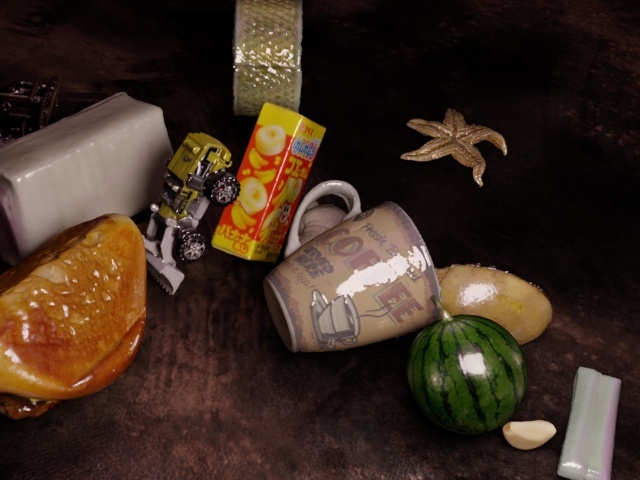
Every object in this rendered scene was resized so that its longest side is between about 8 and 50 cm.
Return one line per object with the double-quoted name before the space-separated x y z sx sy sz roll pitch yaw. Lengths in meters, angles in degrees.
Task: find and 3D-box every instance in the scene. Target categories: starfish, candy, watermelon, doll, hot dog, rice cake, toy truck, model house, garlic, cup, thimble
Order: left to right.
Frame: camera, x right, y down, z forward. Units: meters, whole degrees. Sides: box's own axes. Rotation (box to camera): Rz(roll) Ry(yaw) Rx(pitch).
"model house" -0.634 -0.246 2.007 0.164 0.141 0.203 10 44 -9
"hot dog" -0.412 0.134 1.540 0.185 0.223 0.405 -17 19 38
"candy" -0.443 -0.114 1.808 0.358 0.208 0.145 -32 38 -34
"toy truck" -0.248 -0.052 1.717 0.111 0.286 0.136 18 14 -44
"thimble" -0.118 -0.404 2.127 0.150 0.271 0.271 1 42 -4
"candy" -0.093 -0.101 1.771 0.088 0.276 0.146 21 2 19
"doll" 0.000 0.000 1.816 0.149 0.095 0.192 13 45 13
"cup" 0.028 0.044 1.652 0.257 0.227 0.301 -19 73 -16
"starfish" 0.282 -0.214 2.116 0.235 0.062 0.277 -7 47 -5
"watermelon" 0.227 0.197 1.527 0.188 0.215 0.188 -16 11 3
"garlic" 0.322 0.304 1.532 0.083 0.053 0.041 7 56 -18
"rice cake" 0.435 0.296 1.561 0.080 0.042 0.222 14 42 13

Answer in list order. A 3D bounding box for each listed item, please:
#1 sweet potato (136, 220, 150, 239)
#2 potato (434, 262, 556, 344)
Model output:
"sweet potato" -0.317 -0.011 1.834 0.182 0.054 0.053 9 33 8
"potato" 0.280 0.118 1.694 0.261 0.120 0.100 12 49 10
